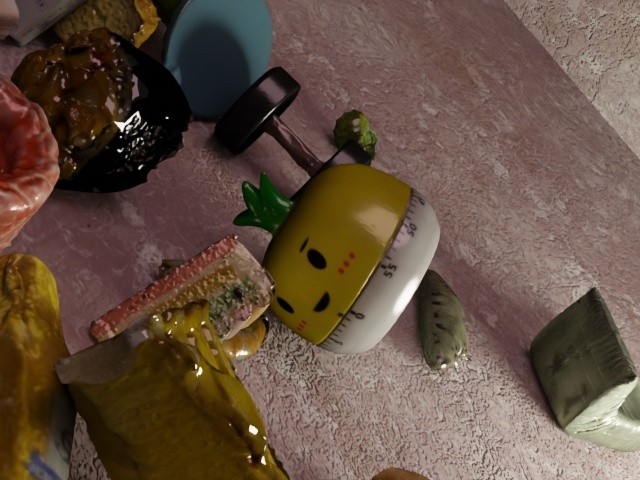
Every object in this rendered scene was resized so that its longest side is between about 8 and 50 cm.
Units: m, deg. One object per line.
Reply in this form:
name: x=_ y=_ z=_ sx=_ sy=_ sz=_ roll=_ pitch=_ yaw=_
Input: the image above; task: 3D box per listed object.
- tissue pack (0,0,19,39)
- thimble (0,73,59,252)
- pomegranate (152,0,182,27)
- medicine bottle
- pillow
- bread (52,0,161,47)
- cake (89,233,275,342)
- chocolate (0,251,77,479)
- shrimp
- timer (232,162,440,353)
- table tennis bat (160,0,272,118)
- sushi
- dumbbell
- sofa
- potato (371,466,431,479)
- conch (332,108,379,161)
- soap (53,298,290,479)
tissue pack: x=-0.561 y=-0.342 z=1.736 sx=0.325 sy=0.071 sz=0.170 roll=-12 pitch=63 yaw=-55
thimble: x=-0.421 y=-0.086 z=1.499 sx=0.239 sy=0.162 sz=0.239 roll=31 pitch=33 yaw=-23
pomegranate: x=-0.238 y=-0.498 z=2.090 sx=0.309 sy=0.216 sz=0.358 roll=53 pitch=-10 yaw=-8
medicine bottle: x=-0.416 y=-0.405 z=1.901 sx=0.201 sy=0.171 sz=0.052 roll=57 pitch=3 yaw=16
pillow: x=0.200 y=0.134 z=2.117 sx=0.093 sy=0.051 sz=0.241 roll=32 pitch=29 yaw=-22
bread: x=-0.325 y=-0.354 z=1.964 sx=0.229 sy=0.143 sz=0.139 roll=60 pitch=18 yaw=14
cake: x=-0.171 y=0.096 z=1.653 sx=0.225 sy=0.090 sz=0.109 roll=-34 pitch=85 yaw=-22
chocolate: x=-0.321 y=0.171 z=1.311 sx=0.162 sy=0.162 sz=0.445 roll=29 pitch=32 yaw=-26
shrimp: x=-0.135 y=0.086 z=1.764 sx=0.166 sy=0.049 sz=0.161 roll=-3 pitch=58 yaw=-55
timer: x=0.000 y=0.000 z=1.838 sx=0.285 sy=0.285 sz=0.285 roll=32 pitch=32 yaw=-23
table tennis bat: x=-0.185 y=-0.280 z=2.049 sx=0.044 sy=0.215 sz=0.329 roll=16 pitch=39 yaw=35
sushi: x=-0.309 y=-0.172 z=1.740 sx=0.200 sy=0.213 sz=0.204 roll=39 pitch=6 yaw=38
dumbbell: x=-0.041 y=-0.147 z=2.065 sx=0.218 sy=0.152 sz=0.152 roll=45 pitch=29 yaw=-1
sofa: x=0.497 y=0.226 z=2.248 sx=0.225 sy=0.176 sz=0.210 roll=22 pitch=36 yaw=-34
potato: x=0.129 y=0.364 z=1.685 sx=0.178 sy=0.118 sz=0.109 roll=45 pitch=62 yaw=-27
conch: x=0.069 y=-0.178 z=2.318 sx=0.089 sy=0.074 sz=0.121 roll=11 pitch=39 yaw=-29
soap: x=-0.119 y=0.237 z=1.321 sx=0.338 sy=0.169 sz=0.304 roll=64 pitch=6 yaw=1
